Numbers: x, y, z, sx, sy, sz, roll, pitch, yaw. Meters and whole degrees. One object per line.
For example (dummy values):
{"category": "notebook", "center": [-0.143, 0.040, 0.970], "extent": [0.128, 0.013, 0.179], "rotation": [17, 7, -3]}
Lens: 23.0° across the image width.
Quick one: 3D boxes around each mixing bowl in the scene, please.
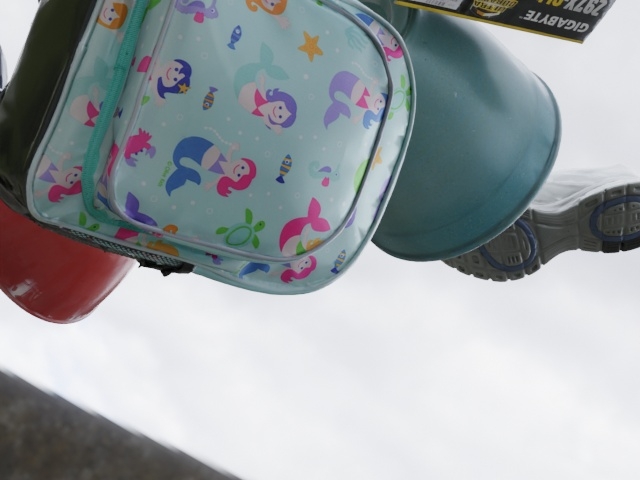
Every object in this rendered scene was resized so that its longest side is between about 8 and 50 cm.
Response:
{"category": "mixing bowl", "center": [-0.211, -0.029, 1.366], "extent": [0.098, 0.181, 0.181], "rotation": [-24, -53, 28]}

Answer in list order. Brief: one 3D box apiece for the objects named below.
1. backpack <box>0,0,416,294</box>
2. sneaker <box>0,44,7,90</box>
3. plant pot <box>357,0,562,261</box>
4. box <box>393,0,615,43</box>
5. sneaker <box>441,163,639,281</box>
{"category": "backpack", "center": [-0.060, -0.080, 1.022], "extent": [0.253, 0.225, 0.191], "rotation": [22, -3, -36]}
{"category": "sneaker", "center": [-0.366, -0.093, 1.351], "extent": [0.112, 0.319, 0.131], "rotation": [14, -33, 11]}
{"category": "plant pot", "center": [0.087, -0.155, 1.738], "extent": [0.272, 0.271, 0.255], "rotation": [5, -27, 43]}
{"category": "box", "center": [0.146, -0.362, 1.667], "extent": [0.257, 0.322, 0.079], "rotation": [4, -42, -32]}
{"category": "sneaker", "center": [0.269, -0.029, 1.940], "extent": [0.297, 0.129, 0.111], "rotation": [-7, -66, -2]}
